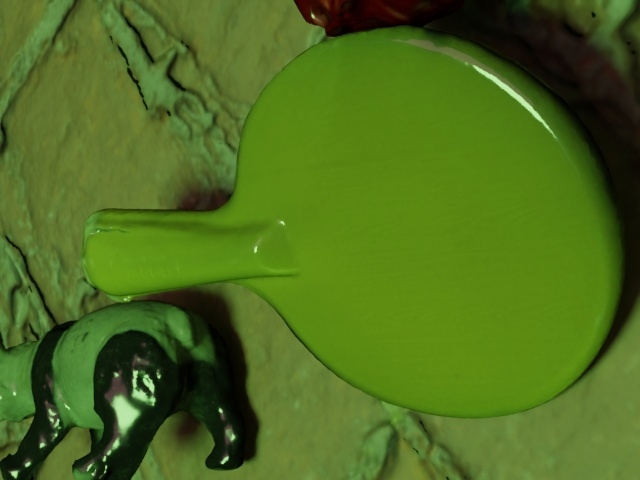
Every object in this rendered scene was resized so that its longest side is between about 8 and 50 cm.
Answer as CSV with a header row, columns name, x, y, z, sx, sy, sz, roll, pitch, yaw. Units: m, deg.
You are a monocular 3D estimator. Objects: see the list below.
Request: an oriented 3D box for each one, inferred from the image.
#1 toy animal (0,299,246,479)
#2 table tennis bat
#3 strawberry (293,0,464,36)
name,x,y,z,sx,sy,sz,roll,pitch,yaw
toy animal,-0.155,0.106,0.870,0.225,0.094,0.121,-13,79,43
table tennis bat,0.000,0.000,0.717,0.369,0.054,0.224,-6,109,38
strawberry,0.052,-0.253,0.604,0.317,0.295,0.345,39,153,16
